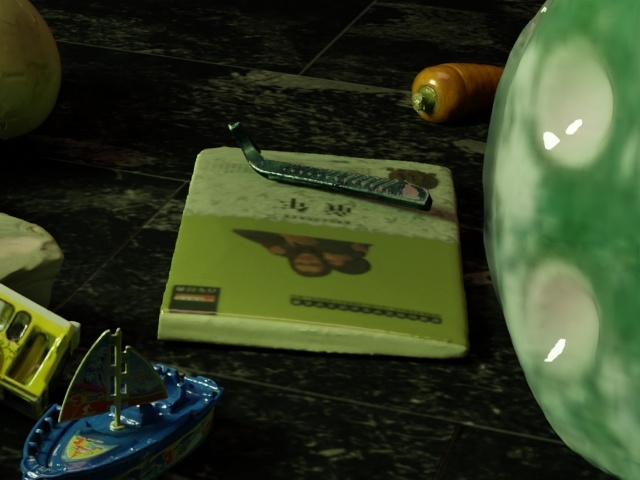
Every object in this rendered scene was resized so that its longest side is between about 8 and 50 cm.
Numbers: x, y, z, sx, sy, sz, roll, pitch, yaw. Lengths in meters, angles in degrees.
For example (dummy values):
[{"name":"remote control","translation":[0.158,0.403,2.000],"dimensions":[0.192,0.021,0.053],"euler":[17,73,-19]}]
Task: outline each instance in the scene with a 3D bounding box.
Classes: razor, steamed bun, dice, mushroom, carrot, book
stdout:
[{"name":"razor","translation":[0.008,-0.054,1.425],"dimensions":[0.190,0.033,0.066],"euler":[17,-16,21]},{"name":"steamed bun","translation":[-0.378,-0.186,1.508],"dimensions":[0.273,0.166,0.232],"euler":[9,0,20]},{"name":"dice","translation":[0.322,-0.018,1.036],"dimensions":[0.330,0.327,0.348],"euler":[-4,13,-29]},{"name":"mushroom","translation":[-0.311,0.034,1.191],"dimensions":[0.247,0.096,0.108],"euler":[-7,27,-11]},{"name":"carrot","translation":[0.193,-0.165,1.734],"dimensions":[0.257,0.061,0.061],"euler":[-11,28,-35]},{"name":"book","translation":[0.000,0.000,1.372],"dimensions":[0.239,0.035,0.352],"euler":[5,24,0]}]

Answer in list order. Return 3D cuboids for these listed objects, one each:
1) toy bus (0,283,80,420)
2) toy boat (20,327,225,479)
[{"name":"toy bus","translation":[-0.274,0.041,1.099],"dimensions":[0.226,0.081,0.074],"euler":[28,70,2]},{"name":"toy boat","translation":[-0.133,0.102,1.041],"dimensions":[0.091,0.110,0.175],"euler":[15,29,26]}]
